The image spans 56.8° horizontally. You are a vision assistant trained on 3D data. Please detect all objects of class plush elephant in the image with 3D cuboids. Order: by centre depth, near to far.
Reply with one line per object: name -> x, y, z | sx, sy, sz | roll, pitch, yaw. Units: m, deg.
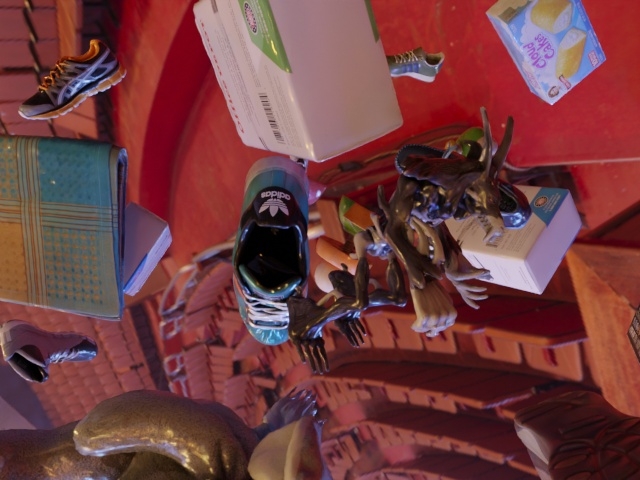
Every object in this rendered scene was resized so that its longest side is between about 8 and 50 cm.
plush elephant -> -0.089, 0.260, 0.502 | 0.255, 0.330, 0.272 | 19, 126, 60

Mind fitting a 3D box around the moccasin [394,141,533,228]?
moccasin -> 0.316, -0.145, 1.330 | 0.342, 0.138, 0.117 | 26, -178, 27

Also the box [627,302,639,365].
box -> 0.607, 0.121, 1.003 | 0.060, 0.270, 0.216 | 19, 107, 15

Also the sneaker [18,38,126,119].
sneaker -> -0.480, -0.303, 1.122 | 0.084, 0.215, 0.083 | 27, 149, 42

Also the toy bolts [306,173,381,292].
toy bolts -> 0.000, 0.000, 0.926 | 0.228, 0.158, 0.218 | 28, -174, -15

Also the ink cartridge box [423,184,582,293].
ink cartridge box -> 0.555, -0.025, 1.854 | 0.395, 0.285, 0.166 | 14, 149, 50

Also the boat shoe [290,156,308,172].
boat shoe -> -0.036, -0.134, 1.007 | 0.035, 0.035, 0.100 | -178, 94, -75

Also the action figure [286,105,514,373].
action figure -> 0.092, 0.016, 0.544 | 0.276, 0.164, 0.141 | -47, 68, 33

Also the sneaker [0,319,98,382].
sneaker -> -0.579, 0.258, 1.273 | 0.228, 0.086, 0.132 | 26, -159, -45

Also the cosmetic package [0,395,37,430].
cosmetic package -> -0.553, 0.280, 0.786 | 0.224, 0.224, 0.138 | 40, 134, 2

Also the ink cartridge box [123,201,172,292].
ink cartridge box -> -0.343, 0.021, 1.080 | 0.082, 0.140, 0.190 | 33, 167, -8

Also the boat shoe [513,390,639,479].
boat shoe -> 0.296, 0.251, 0.585 | 0.355, 0.132, 0.130 | 0, -111, -81

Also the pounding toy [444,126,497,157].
pounding toy -> 0.368, -0.204, 1.551 | 0.237, 0.110, 0.183 | -107, 18, -72

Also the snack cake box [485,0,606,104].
snack cake box -> 0.489, -0.439, 1.275 | 0.264, 0.152, 0.089 | 37, -164, -41

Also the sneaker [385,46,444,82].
sneaker -> 0.233, -0.468, 1.527 | 0.086, 0.192, 0.064 | 127, 140, -52

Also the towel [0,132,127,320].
towel -> -0.470, -0.030, 0.923 | 0.040, 0.370, 0.272 | -35, -50, -73

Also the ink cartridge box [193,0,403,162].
ink cartridge box -> -0.032, -0.171, 0.557 | 0.219, 0.092, 0.160 | 30, 142, 64

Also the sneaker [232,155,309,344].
sneaker -> -0.068, 0.049, 0.758 | 0.121, 0.108, 0.302 | -86, 0, -50
